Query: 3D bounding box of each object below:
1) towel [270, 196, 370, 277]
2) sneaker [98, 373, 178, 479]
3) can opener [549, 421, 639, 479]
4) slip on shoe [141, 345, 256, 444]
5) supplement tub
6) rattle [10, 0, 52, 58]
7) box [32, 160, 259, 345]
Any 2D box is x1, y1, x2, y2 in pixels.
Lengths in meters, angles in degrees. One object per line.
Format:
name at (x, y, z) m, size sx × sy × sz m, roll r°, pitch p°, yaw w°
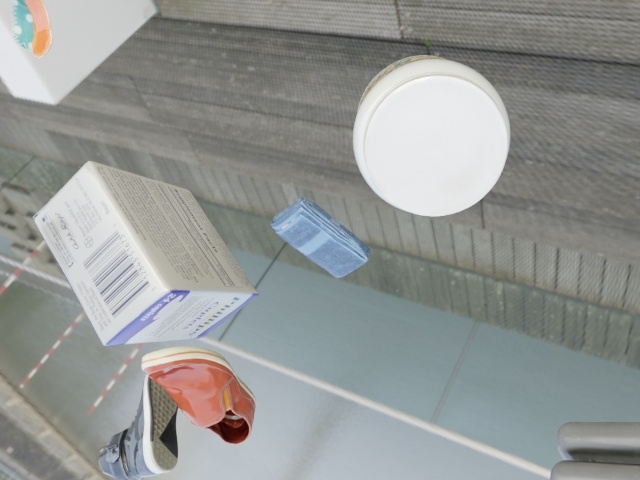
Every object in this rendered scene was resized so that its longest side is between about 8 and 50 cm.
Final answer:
towel at (0.000, 0.000, 0.810) m, size 0.119 × 0.029 × 0.067 m, roll 37°, pitch 129°, yaw -23°
sneaker at (-0.337, 0.337, 1.229) m, size 0.163 × 0.226 × 0.086 m, roll -31°, pitch 134°, yaw 31°
can opener at (0.292, 0.144, 0.443) m, size 0.283 × 0.076 × 0.095 m, roll -11°, pitch 124°, yaw 37°
slip on shoe at (-0.208, 0.283, 1.200) m, size 0.123 × 0.101 × 0.331 m, roll -17°, pitch 141°, yaw 12°
supplement tub at (0.167, -0.170, 1.035) m, size 0.228 × 0.316 × 0.228 m, roll 1°, pitch 107°, yaw 4°
rattle at (-0.249, -0.263, 0.515) m, size 0.200 × 0.142 × 0.130 m, roll 42°, pitch 151°, yaw -15°
box at (-0.138, 0.015, 0.539) m, size 0.126 × 0.072 × 0.137 m, roll 54°, pitch -165°, yaw 18°
